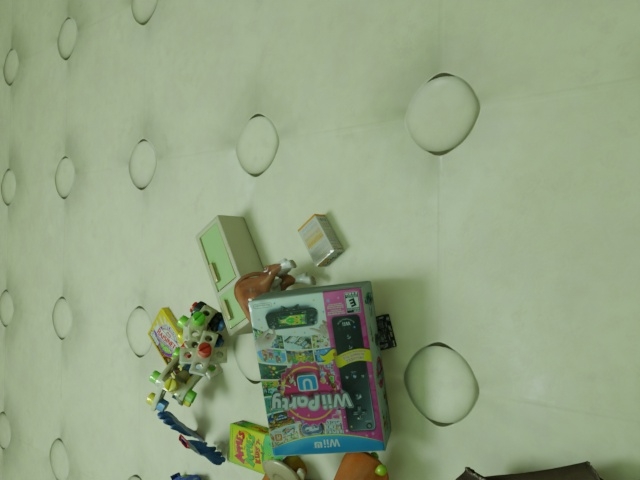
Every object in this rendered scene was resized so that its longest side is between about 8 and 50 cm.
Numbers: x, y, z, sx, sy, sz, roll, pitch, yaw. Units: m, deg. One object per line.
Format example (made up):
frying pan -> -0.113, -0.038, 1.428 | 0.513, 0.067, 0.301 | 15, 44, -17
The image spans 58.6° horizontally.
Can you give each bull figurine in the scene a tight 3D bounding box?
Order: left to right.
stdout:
bull figurine -> -0.061, 0.189, 1.202 | 0.188, 0.101, 0.310 | -35, 86, 14

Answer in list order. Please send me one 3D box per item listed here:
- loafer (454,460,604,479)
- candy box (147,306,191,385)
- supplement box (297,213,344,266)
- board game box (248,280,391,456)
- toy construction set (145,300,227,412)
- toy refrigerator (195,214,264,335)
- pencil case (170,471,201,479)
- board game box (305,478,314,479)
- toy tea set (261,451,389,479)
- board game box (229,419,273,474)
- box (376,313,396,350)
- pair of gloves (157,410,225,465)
loafer -> 0.378, 0.394, 0.847 | 0.365, 0.134, 0.130 | 5, 69, 31
candy box -> -0.403, 0.291, 1.566 | 0.206, 0.027, 0.105 | 46, 113, 31
supplement box -> 0.000, 0.000, 1.222 | 0.062, 0.036, 0.098 | -42, 63, 31
board game box -> 0.003, 0.244, 1.091 | 0.223, 0.097, 0.304 | -8, 93, 13
toy construction set -> -0.308, 0.276, 1.354 | 0.151, 0.215, 0.328 | 38, 140, -3
toy refrigerator -> -0.202, 0.080, 1.355 | 0.102, 0.094, 0.270 | -37, 67, 33
pencil case -> -0.340, 0.748, 1.434 | 0.133, 0.119, 0.306 | -18, 75, 9
board game box -> 0.020, 0.583, 1.194 | 0.281, 0.027, 0.145 | -13, 82, 40
toy tea set -> 0.009, 0.480, 1.132 | 0.336, 0.124, 0.200 | 6, 122, 34
board game box -> -0.136, 0.483, 1.320 | 0.181, 0.043, 0.092 | -1, 88, 40
box -> 0.107, 0.188, 1.137 | 0.083, 0.018, 0.067 | -24, 74, 38
pair of gloves -> -0.322, 0.487, 1.419 | 0.198, 0.159, 0.023 | 27, 74, 43
